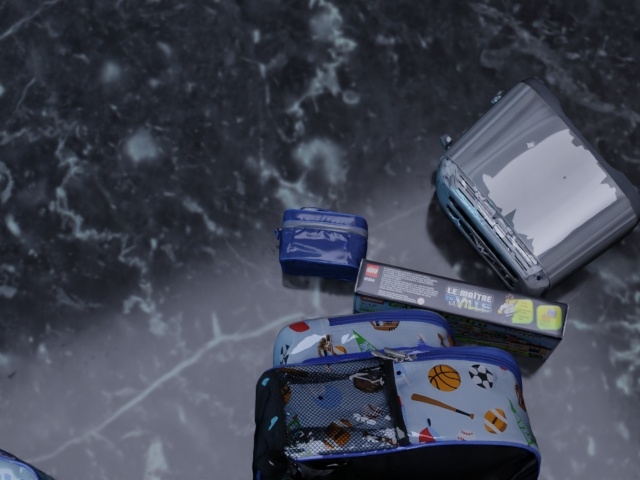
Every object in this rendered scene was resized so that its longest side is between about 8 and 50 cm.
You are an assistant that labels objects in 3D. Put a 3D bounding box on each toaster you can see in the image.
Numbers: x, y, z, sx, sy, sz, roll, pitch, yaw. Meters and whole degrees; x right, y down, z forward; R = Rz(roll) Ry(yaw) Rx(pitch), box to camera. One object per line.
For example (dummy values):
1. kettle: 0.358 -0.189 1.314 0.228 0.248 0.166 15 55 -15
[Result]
1. toaster: 0.220 -0.041 1.432 0.146 0.129 0.227 -38 79 -6

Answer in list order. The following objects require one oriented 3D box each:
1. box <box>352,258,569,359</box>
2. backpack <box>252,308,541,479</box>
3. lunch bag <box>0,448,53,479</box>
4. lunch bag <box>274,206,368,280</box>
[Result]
1. box: 0.136 0.070 1.406 0.207 0.114 0.036 12 75 4
2. backpack: 0.068 0.190 1.314 0.263 0.276 0.213 0 61 -3
3. lunch bag: -0.380 0.270 1.368 0.219 0.090 0.176 23 80 8
4. lunch bag: 0.000 0.000 1.451 0.098 0.067 0.065 7 74 4
